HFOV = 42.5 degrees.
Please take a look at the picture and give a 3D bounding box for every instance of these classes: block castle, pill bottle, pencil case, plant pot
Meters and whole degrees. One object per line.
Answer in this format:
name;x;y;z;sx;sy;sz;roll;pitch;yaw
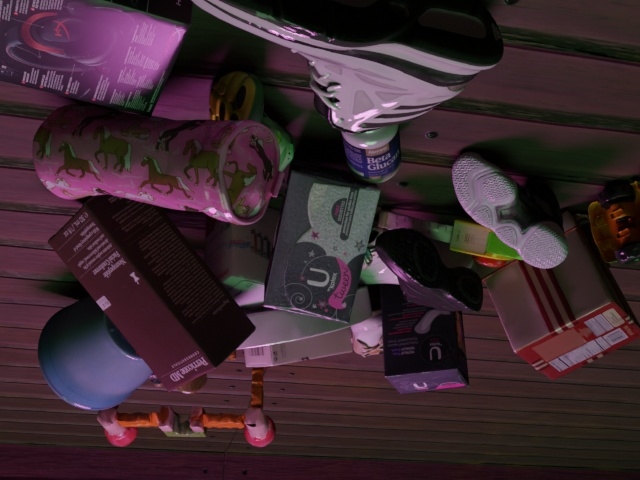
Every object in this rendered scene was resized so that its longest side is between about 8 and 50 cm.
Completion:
block castle;-0.344;0.386;2.188;0.452;0.303;0.213;-1;154;3
pill bottle;0.082;-0.173;1.340;0.094;0.094;0.169;-4;152;7
pencil case;-0.250;-0.118;1.253;0.385;0.167;0.160;9;120;29
plant pot;-0.480;0.234;1.933;0.271;0.272;0.255;21;144;-35

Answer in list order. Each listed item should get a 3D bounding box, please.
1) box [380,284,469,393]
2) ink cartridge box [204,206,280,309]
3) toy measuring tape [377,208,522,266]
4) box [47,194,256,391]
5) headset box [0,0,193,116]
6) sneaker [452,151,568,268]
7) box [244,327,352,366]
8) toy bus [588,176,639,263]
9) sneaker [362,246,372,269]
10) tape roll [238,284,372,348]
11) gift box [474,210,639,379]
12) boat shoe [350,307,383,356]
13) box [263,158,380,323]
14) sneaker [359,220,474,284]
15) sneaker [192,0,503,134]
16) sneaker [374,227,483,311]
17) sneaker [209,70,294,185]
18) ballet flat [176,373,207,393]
box;0.232;0.191;1.853;0.165;0.271;0.143;-9;151;17
ink cartridge box;-0.151;0.030;1.639;0.127;0.176;0.128;17;148;-30
toy measuring tape;0.285;-0.019;1.656;0.329;0.122;0.121;12;155;12
box;-0.321;0.084;1.562;0.381;0.143;0.191;51;136;-6
headset box;-0.335;-0.295;1.081;0.293;0.110;0.218;11;150;-21
sneaker;0.353;-0.075;1.528;0.268;0.153;0.101;44;122;-6
box;-0.054;0.251;2.048;0.275;0.094;0.113;-2;174;-42
toy bus;0.660;-0.046;1.570;0.211;0.150;0.220;1;160;-40
sneaker;-0.033;0.048;1.666;0.283;0.122;0.110;-8;119;50
tape roll;-0.081;0.164;1.817;0.391;0.072;0.392;-10;-178;0
gift box;0.511;0.101;1.712;0.276;0.258;0.255;-30;142;16
boat shoe;0.128;0.226;2.013;0.113;0.104;0.302;-10;169;3
box;0.000;0.000;1.458;0.163;0.248;0.142;12;-166;-5
sneaker;0.166;0.026;1.712;0.292;0.108;0.169;-7;155;15
sneaker;0.000;-0.246;1.116;0.447;0.169;0.257;10;149;-25
sneaker;0.196;0.075;1.634;0.286;0.109;0.130;36;144;-31
sneaker;-0.109;-0.176;1.355;0.123;0.109;0.296;-25;152;-16
ballet flat;-0.329;0.163;1.764;0.116;0.342;0.124;-5;139;-34
